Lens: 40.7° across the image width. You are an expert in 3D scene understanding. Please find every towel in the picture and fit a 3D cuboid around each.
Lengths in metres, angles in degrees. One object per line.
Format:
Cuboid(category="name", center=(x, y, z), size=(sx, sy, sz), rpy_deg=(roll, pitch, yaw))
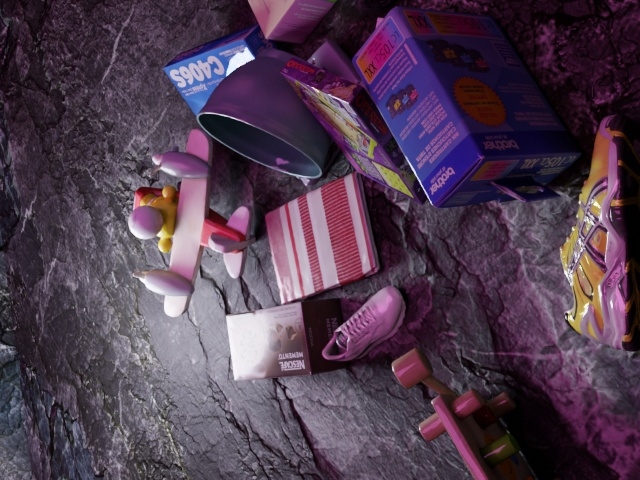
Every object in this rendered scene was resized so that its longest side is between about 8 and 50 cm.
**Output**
Cuboid(category="towel", center=(0.000, 0.000, 2.008), size=(0.329, 0.037, 0.237), rpy_deg=(-23, 74, 44))

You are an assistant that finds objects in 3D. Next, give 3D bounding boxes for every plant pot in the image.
Cuboid(category="plant pot", center=(-0.094, -0.287, 1.860), size=(0.293, 0.293, 0.196), rpy_deg=(13, 77, 46))

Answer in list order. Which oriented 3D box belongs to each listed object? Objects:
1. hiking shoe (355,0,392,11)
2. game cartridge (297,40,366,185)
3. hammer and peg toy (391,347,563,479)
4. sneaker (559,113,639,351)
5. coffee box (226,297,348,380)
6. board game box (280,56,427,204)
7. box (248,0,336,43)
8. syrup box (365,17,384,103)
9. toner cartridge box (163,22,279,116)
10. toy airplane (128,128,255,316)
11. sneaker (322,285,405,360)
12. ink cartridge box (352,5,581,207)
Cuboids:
Cuboid(category="hiking shoe", center=(0.133, -0.588, 1.794), size=(0.227, 0.086, 0.114), rpy_deg=(-60, 39, 25))
Cuboid(category="game cartridge", center=(-0.004, -0.295, 1.976), size=(0.196, 0.060, 0.294), rpy_deg=(54, 129, 26))
Cuboid(category="hammer and peg toy", center=(0.293, 0.348, 1.569), size=(0.127, 0.266, 0.361), rpy_deg=(-38, 63, 18))
Cuboid(category="sneaker", center=(0.462, -0.013, 1.420), size=(0.147, 0.145, 0.385), rpy_deg=(4, 95, 47))
Cuboid(category="coffee box", center=(-0.084, 0.239, 2.054), size=(0.297, 0.119, 0.168), rpy_deg=(-13, 82, 48))
Cuboid(category="board game box", center=(0.077, -0.212, 1.706), size=(0.208, 0.347, 0.056), rpy_deg=(27, 77, 40))
Cuboid(category="box", center=(-0.058, -0.613, 1.961), size=(0.243, 0.117, 0.214), rpy_deg=(-45, 61, 41))
Cuboid(category="syrup box", center=(0.158, -0.327, 1.763), size=(0.096, 0.093, 0.237), rpy_deg=(23, 109, 44))
Cuboid(category="toner cartridge box", center=(-0.230, -0.413, 2.137), size=(0.347, 0.075, 0.165), rpy_deg=(-5, 128, 48))
Cuboid(category="toy airplane", center=(-0.355, -0.037, 2.217), size=(0.384, 0.272, 0.386), rpy_deg=(-35, 68, 43))
Cuboid(category="sneaker", center=(0.095, 0.188, 1.874), size=(0.235, 0.094, 0.090), rpy_deg=(-54, 54, 33))
Cuboid(category="ink cartridge box", center=(0.270, -0.211, 1.519), size=(0.151, 0.270, 0.395), rpy_deg=(-47, 60, 45))
